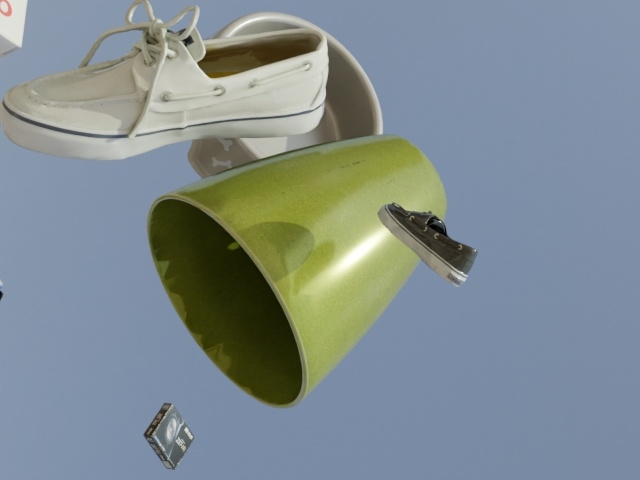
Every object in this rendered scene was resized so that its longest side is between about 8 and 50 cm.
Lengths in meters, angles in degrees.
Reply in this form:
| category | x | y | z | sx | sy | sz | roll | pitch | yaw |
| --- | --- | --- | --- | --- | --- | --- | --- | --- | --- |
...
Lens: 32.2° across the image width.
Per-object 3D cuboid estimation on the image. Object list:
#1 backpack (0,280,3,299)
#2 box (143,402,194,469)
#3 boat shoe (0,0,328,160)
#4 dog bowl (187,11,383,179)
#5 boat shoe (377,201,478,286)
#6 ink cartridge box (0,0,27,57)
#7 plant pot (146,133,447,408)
| category | x | y | z | sx | sy | sz | roll | pitch | yaw |
| --- | --- | --- | --- | --- | --- | --- | --- | --- | --- |
| backpack | -0.549 | 0.056 | 1.400 | 0.277 | 0.263 | 0.213 | -19 | -96 | 21 |
| box | -0.235 | 0.305 | 1.724 | 0.018 | 0.083 | 0.067 | 1 | -139 | 33 |
| boat shoe | -0.156 | -0.186 | 1.185 | 0.136 | 0.367 | 0.156 | -116 | -151 | -44 |
| dog bowl | -0.055 | -0.200 | 1.714 | 0.102 | 0.349 | 0.348 | -38 | -130 | 48 |
| boat shoe | 0.106 | -0.005 | 1.080 | 0.040 | 0.049 | 0.142 | -55 | -140 | 10 |
| ink cartridge box | -0.260 | -0.225 | 0.706 | 0.086 | 0.148 | 0.203 | -16 | -118 | 28 |
| plant pot | 0.000 | 0.000 | 1.283 | 0.293 | 0.274 | 0.275 | -33 | -144 | -28 |
